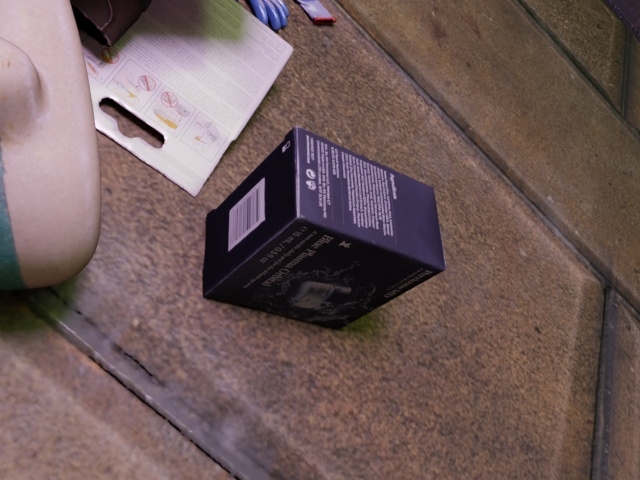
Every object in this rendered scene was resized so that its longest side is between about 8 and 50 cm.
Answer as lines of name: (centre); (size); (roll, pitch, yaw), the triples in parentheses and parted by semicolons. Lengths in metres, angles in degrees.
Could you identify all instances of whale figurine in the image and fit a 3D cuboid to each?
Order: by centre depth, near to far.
whale figurine: (-0.221, -0.100, 0.380); (0.141, 0.216, 0.271); (-8, 106, -20)

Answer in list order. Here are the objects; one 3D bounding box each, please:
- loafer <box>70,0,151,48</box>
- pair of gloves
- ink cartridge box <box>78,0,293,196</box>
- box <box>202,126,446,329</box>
loafer: (-0.264, -0.235, 0.526); (0.220, 0.080, 0.078); (19, 77, -9)
pair of gloves: (-0.064, -0.359, 0.837); (0.198, 0.023, 0.159); (-26, 81, -47)
ink cartridge box: (-0.153, -0.174, 0.632); (0.181, 0.056, 0.224); (36, 64, -17)
box: (0.000, 0.000, 0.551); (0.158, 0.156, 0.093); (18, 53, -31)
